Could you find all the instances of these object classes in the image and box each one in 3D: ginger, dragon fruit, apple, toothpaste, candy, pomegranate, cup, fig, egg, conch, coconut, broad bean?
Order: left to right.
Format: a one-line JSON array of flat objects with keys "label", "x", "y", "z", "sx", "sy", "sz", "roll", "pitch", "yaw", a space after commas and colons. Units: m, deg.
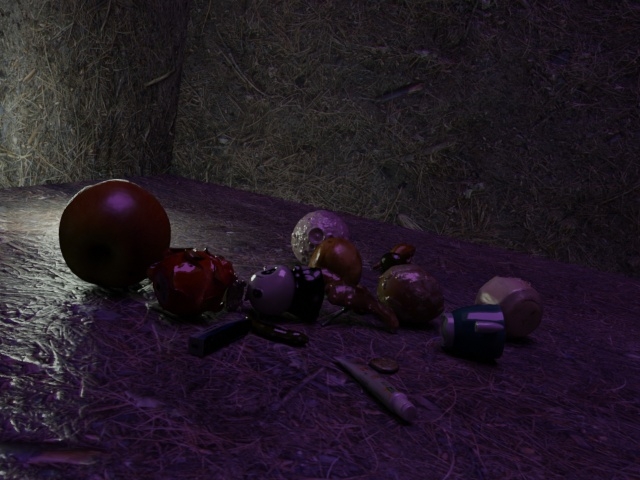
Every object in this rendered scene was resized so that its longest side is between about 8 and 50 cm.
[{"label": "apple", "x": -0.649, "y": -0.017, "z": 1.739, "sx": 0.339, "sy": 0.339, "sz": 0.339, "roll": 10, "pitch": 13, "yaw": -2}, {"label": "dragon fruit", "x": -0.377, "y": 0.117, "z": 1.631, "sx": 0.224, "sy": 0.224, "sz": 0.227, "roll": 20, "pitch": 16, "yaw": 36}, {"label": "broad bean", "x": -0.138, "y": 0.257, "z": 1.592, "sx": 0.227, "sy": 0.039, "sz": 0.069, "roll": 16, "pitch": 8, "yaw": 28}, {"label": "pomegranate", "x": 0.050, "y": 0.103, "z": 2.066, "sx": 0.215, "sy": 0.215, "sz": 0.215, "roll": 10, "pitch": 13, "yaw": -2}, {"label": "candy", "x": 0.080, "y": 0.232, "z": 1.849, "sx": 0.084, "sy": 0.078, "sz": 0.288, "roll": 21, "pitch": 24, "yaw": 29}, {"label": "ginger", "x": 0.113, "y": 0.189, "z": 1.805, "sx": 0.334, "sy": 0.081, "sz": 0.148, "roll": 26, "pitch": 17, "yaw": 3}, {"label": "toothpaste", "x": 0.133, "y": 0.351, "z": 1.372, "sx": 0.056, "sy": 0.058, "sz": 0.314, "roll": -40, "pitch": 25, "yaw": -12}, {"label": "conch", "x": 0.354, "y": 0.090, "z": 2.631, "sx": 0.330, "sy": 0.109, "sz": 0.093, "roll": -25, "pitch": -6, "yaw": -35}, {"label": "fig", "x": 0.346, "y": 0.110, "z": 2.507, "sx": 0.117, "sy": 0.117, "sz": 0.177, "roll": 17, "pitch": 1, "yaw": 28}, {"label": "egg", "x": 0.310, "y": 0.187, "z": 1.902, "sx": 0.245, "sy": 0.203, "sz": 0.203, "roll": 26, "pitch": 11, "yaw": -6}, {"label": "cup", "x": 0.464, "y": 0.280, "z": 1.715, "sx": 0.173, "sy": 0.167, "sz": 0.299, "roll": 1, "pitch": -14, "yaw": 1}, {"label": "coconut", "x": 0.658, "y": 0.229, "z": 1.965, "sx": 0.224, "sy": 0.224, "sz": 0.234, "roll": 6, "pitch": 25, "yaw": -18}]

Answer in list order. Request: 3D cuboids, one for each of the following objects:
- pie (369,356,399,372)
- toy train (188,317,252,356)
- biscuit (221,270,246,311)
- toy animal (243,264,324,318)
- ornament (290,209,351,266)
[{"label": "pie", "x": 0.177, "y": 0.341, "z": 1.521, "sx": 0.085, "sy": 0.017, "sz": 0.085, "roll": 9, "pitch": 11, "yaw": -2}, {"label": "toy train", "x": -0.263, "y": 0.251, "z": 1.490, "sx": 0.051, "sy": 0.052, "sz": 0.234, "roll": 10, "pitch": 12, "yaw": 23}, {"label": "biscuit", "x": -0.310, "y": 0.142, "z": 1.801, "sx": 0.062, "sy": 0.108, "sz": 0.239, "roll": 0, "pitch": 16, "yaw": -31}, {"label": "toy animal", "x": -0.115, "y": 0.157, "z": 1.752, "sx": 0.235, "sy": 0.165, "sz": 0.187, "roll": 7, "pitch": -15, "yaw": -19}, {"label": "ornament", "x": 0.000, "y": 0.000, "z": 2.340, "sx": 0.259, "sy": 0.259, "sz": 0.225, "roll": 12, "pitch": -9, "yaw": 9}]
